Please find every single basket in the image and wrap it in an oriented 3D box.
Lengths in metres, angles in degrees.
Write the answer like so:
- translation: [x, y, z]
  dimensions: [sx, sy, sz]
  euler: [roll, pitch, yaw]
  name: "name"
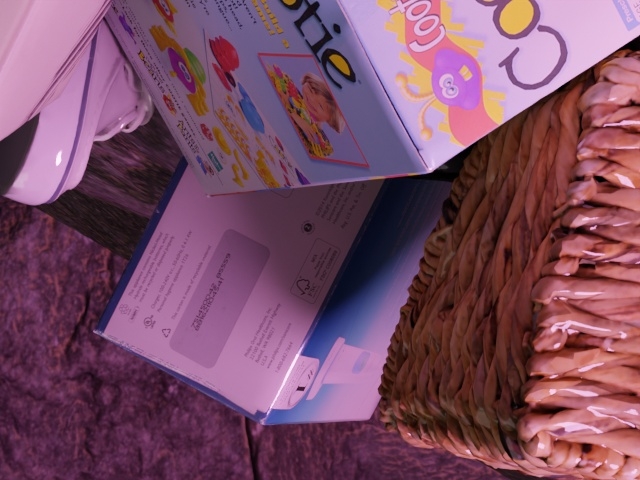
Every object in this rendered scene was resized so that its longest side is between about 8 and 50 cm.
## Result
- translation: [0.204, 0.027, 0.762]
  dimensions: [0.299, 0.213, 0.223]
  euler: [14, 172, -12]
  name: "basket"

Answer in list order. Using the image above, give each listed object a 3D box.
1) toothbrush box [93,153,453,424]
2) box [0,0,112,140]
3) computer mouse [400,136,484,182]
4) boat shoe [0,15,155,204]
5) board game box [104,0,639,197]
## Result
- translation: [0.000, 0.000, 1.044]
  dimensions: [0.126, 0.216, 0.295]
  euler: [27, -178, 16]
  name: "toothbrush box"
- translation: [-0.113, -0.172, 0.625]
  dimensions: [0.113, 0.094, 0.275]
  euler: [38, 124, 2]
  name: "box"
- translation: [0.120, -0.058, 0.895]
  dimensions: [0.262, 0.060, 0.184]
  euler: [3, 180, -30]
  name: "computer mouse"
- translation: [-0.119, -0.106, 0.887]
  dimensions: [0.084, 0.258, 0.095]
  euler: [23, 130, -17]
  name: "boat shoe"
- translation: [0.012, -0.119, 0.731]
  dimensions: [0.144, 0.142, 0.275]
  euler: [61, 161, -11]
  name: "board game box"
